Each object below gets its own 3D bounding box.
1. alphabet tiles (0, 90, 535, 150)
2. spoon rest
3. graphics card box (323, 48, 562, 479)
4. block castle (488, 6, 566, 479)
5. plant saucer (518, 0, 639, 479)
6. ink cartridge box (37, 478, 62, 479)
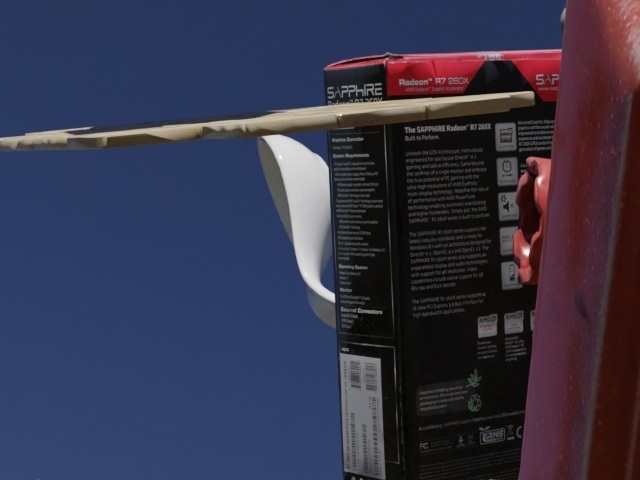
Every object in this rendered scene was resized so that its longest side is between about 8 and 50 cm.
[{"bbox_3d":[-0.046,-0.074,1.170,0.285,0.011,0.342,-7,5,-28],"label":"alphabet tiles"},{"bbox_3d":[0.000,0.000,1.703,0.084,0.276,0.137,-25,-50,-14],"label":"spoon rest"},{"bbox_3d":[0.125,0.032,1.532,0.233,0.370,0.094,-6,4,-37],"label":"graphics card box"},{"bbox_3d":[0.190,0.050,1.034,0.213,0.303,0.453,4,-14,-4],"label":"block castle"},{"bbox_3d":[0.156,0.070,0.380,0.259,0.048,0.258,15,-60,22],"label":"plant saucer"},{"bbox_3d":[-0.253,0.371,1.231,0.395,0.166,0.285,-36,-32,-3],"label":"ink cartridge box"}]
